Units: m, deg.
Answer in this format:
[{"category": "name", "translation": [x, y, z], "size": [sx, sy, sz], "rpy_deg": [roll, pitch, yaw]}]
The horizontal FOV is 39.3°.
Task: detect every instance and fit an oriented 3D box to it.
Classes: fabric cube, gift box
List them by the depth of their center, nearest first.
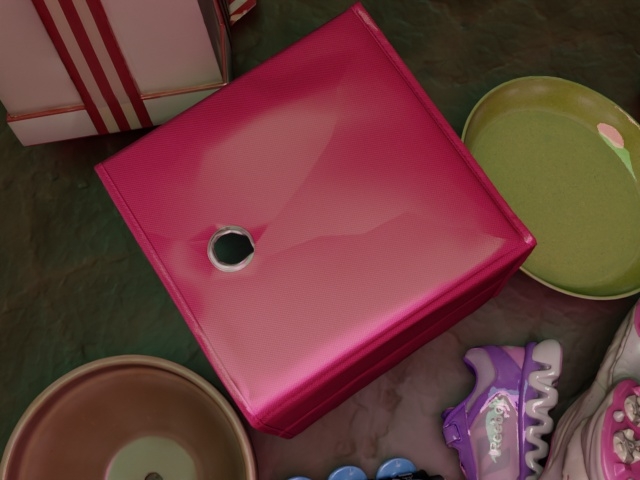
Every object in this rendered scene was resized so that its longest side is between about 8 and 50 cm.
[{"category": "fabric cube", "translation": [0.000, 0.000, 0.807], "size": [0.258, 0.259, 0.254], "rpy_deg": [-32, 76, -3]}, {"category": "gift box", "translation": [-0.205, -0.267, 0.889], "size": [0.255, 0.258, 0.277], "rpy_deg": [-4, 58, 5]}]

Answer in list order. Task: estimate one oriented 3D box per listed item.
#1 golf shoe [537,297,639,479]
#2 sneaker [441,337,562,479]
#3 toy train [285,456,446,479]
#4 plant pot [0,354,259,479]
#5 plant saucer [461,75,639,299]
[{"category": "golf shoe", "translation": [0.274, 0.143, 0.798], "size": [0.115, 0.140, 0.306], "rpy_deg": [47, 44, 5]}, {"category": "sneaker", "translation": [0.161, 0.201, 0.842], "size": [0.104, 0.095, 0.237], "rpy_deg": [9, 73, 13]}, {"category": "toy train", "translation": [0.034, 0.268, 0.828], "size": [0.184, 0.080, 0.105], "rpy_deg": [-8, 101, -12]}, {"category": "plant pot", "translation": [-0.170, 0.232, 0.843], "size": [0.237, 0.110, 0.238], "rpy_deg": [-1, 77, 3]}, {"category": "plant saucer", "translation": [0.239, -0.050, 0.878], "size": [0.240, 0.037, 0.241], "rpy_deg": [7, 65, -16]}]
